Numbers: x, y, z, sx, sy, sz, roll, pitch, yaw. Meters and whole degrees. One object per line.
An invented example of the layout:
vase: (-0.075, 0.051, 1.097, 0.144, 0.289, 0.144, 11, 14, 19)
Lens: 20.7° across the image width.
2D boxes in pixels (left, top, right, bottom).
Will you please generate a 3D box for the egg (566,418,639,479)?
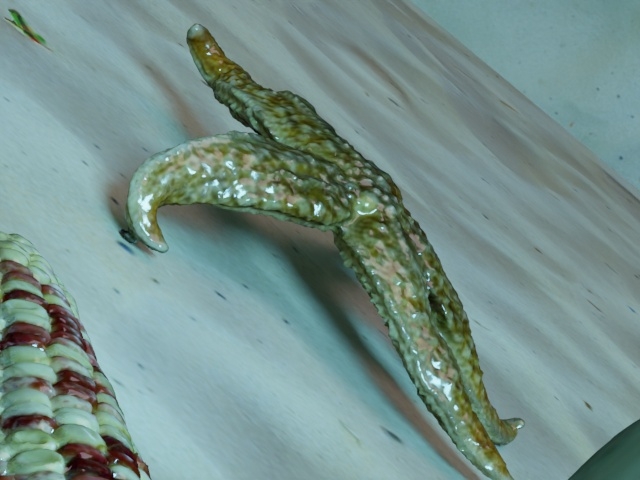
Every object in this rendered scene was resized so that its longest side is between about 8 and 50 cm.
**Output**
egg: (0.216, 0.202, 0.522, 0.345, 0.345, 0.428, 31, 2, -28)

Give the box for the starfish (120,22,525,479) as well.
starfish: (0.006, -0.008, 1.079, 0.327, 0.094, 0.375, 26, 26, -47)

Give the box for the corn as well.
corn: (-0.107, 0.073, 0.605, 0.086, 0.086, 0.253, 29, 18, -33)
